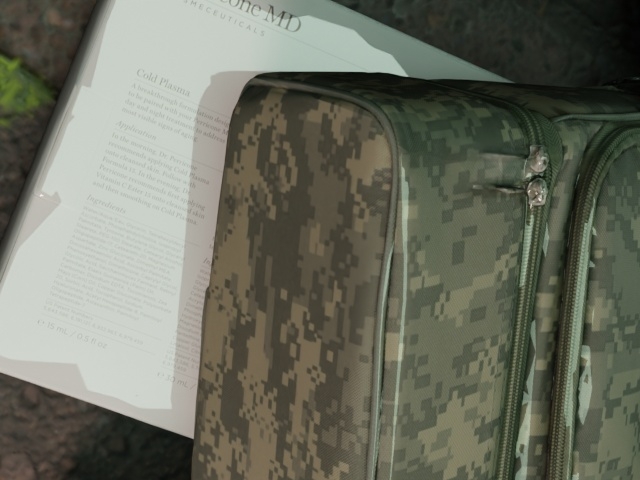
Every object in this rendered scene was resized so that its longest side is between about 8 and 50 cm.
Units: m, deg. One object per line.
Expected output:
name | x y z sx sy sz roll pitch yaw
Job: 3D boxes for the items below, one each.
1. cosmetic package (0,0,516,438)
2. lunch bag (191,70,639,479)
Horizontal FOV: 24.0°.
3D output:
cosmetic package | 0.000 0.000 0.974 0.377 0.097 0.284 22 94 -16
lunch bag | 0.086 0.050 0.857 0.256 0.212 0.305 0 98 -32
